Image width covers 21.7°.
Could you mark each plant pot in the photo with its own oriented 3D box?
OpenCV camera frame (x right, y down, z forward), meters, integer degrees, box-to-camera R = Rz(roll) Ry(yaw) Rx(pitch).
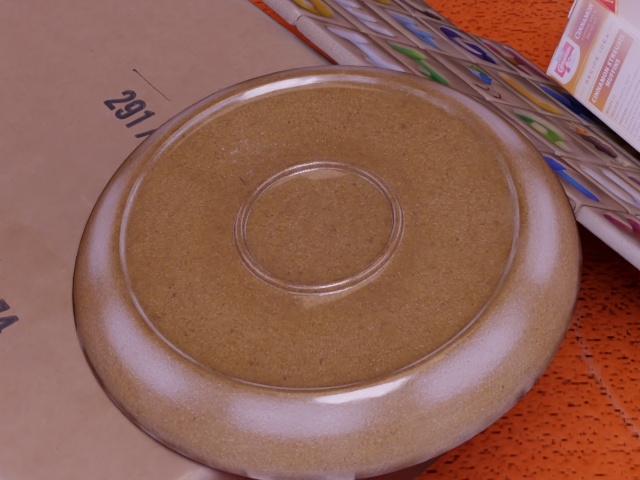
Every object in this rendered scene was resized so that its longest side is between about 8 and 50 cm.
[{"bbox_3d":[0.000,0.000,0.762,0.236,0.032,0.236,-4,51,5],"label":"plant pot"}]

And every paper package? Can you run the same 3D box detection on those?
[{"bbox_3d":[-0.105,0.026,0.886,0.309,0.168,0.325,-36,59,-26],"label":"paper package"}]

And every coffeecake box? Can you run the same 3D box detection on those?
[{"bbox_3d":[0.255,-0.085,1.021,0.142,0.068,0.185,-12,44,-38],"label":"coffeecake box"}]

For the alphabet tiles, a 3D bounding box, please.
[{"bbox_3d":[0.109,-0.075,0.963,0.285,0.011,0.342,6,30,-51],"label":"alphabet tiles"}]
